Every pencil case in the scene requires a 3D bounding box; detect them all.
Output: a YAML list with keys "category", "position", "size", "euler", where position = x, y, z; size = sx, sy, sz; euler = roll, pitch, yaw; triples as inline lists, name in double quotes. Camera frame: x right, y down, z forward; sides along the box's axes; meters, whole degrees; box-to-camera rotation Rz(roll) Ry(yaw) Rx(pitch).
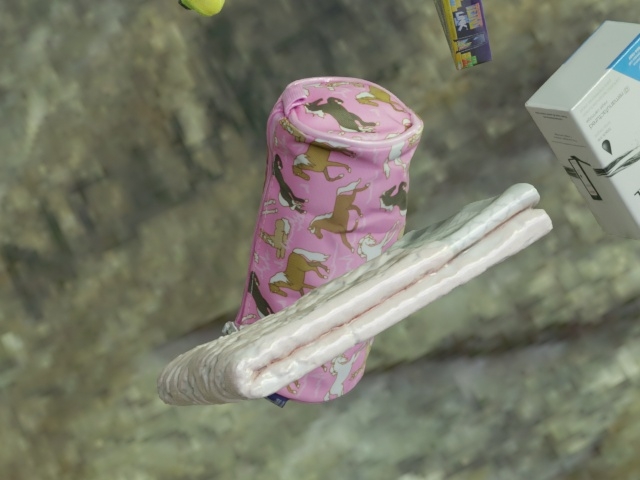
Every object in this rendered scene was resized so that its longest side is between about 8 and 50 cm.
- category: "pencil case"
  position: [0.000, 0.000, 2.030]
  size: [0.167, 0.160, 0.386]
  euler: [-21, -44, -41]

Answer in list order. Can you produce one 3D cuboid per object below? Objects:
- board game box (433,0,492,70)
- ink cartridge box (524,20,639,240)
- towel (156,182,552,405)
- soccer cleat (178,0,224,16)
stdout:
- category: "board game box"
  position: [0.155, -0.306, 2.120]
  size: [0.048, 0.141, 0.170]
  euler: [-18, -29, 2]
- category: "ink cartridge box"
  position: [0.345, -0.121, 2.014]
  size: [0.148, 0.203, 0.086]
  euler: [-47, 29, -17]
- category: "towel"
  position: [0.018, 0.057, 1.602]
  size: [0.317, 0.053, 0.332]
  euler: [-29, 1, -17]
- category: "soccer cleat"
  position: [-0.158, -0.405, 2.136]
  size: [0.121, 0.289, 0.093]
  euler: [-15, 21, 14]
